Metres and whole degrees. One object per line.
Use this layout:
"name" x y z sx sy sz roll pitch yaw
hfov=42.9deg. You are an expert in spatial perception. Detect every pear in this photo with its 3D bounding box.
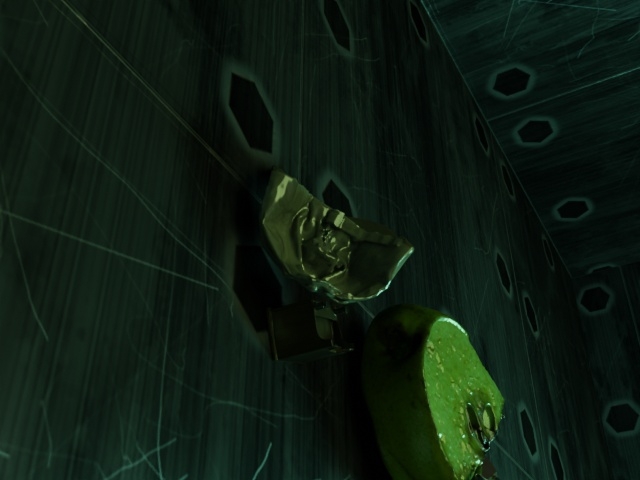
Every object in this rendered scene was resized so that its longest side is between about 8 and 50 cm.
"pear" 0.142 0.234 1.227 0.255 0.164 0.238 61 35 -13

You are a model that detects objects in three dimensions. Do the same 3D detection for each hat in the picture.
"hat" 0.000 0.000 1.119 0.214 0.149 0.245 29 -7 -6

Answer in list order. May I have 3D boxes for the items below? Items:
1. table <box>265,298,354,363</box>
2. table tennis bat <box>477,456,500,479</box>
"table" -0.011 0.116 1.051 0.083 0.082 0.070 24 52 -61
"table tennis bat" 0.313 0.436 1.545 0.158 0.014 0.095 46 17 20
